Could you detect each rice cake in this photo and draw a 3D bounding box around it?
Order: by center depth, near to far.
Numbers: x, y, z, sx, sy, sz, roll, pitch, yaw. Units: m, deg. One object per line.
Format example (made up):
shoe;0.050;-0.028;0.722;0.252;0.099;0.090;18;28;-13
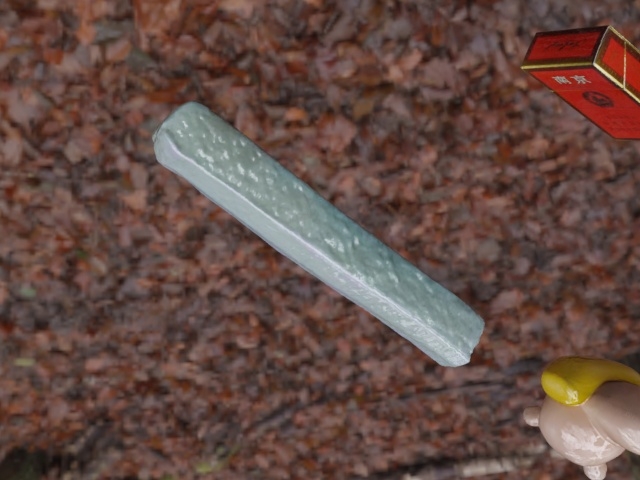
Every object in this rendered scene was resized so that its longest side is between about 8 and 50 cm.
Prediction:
rice cake;0.000;0.000;0.452;0.180;0.030;0.042;37;164;-14

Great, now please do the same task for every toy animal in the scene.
toy animal;0.219;0.140;0.750;0.091;0.114;0.082;-10;123;-56

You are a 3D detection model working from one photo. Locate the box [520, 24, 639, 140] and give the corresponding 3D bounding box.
box;0.439;-0.230;1.474;0.240;0.074;0.153;29;175;-30
